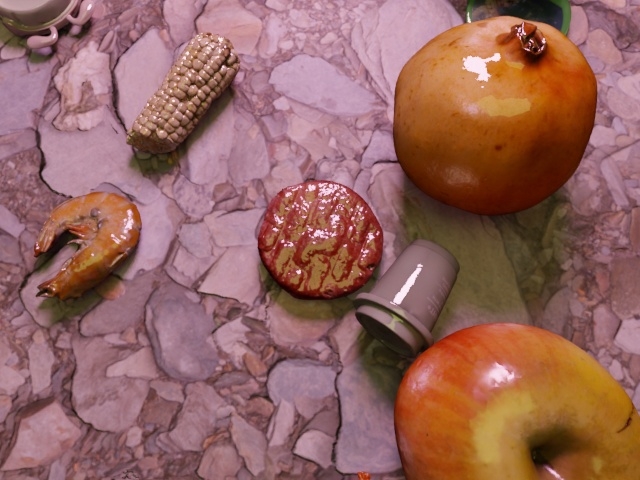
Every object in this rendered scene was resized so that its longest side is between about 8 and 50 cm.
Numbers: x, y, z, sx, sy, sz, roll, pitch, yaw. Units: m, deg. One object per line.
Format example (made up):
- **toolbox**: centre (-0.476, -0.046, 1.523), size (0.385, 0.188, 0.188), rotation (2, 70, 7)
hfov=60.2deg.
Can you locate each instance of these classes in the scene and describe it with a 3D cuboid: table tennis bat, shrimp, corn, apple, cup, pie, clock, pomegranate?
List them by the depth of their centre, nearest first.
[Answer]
- **apple**: centre (0.226, 0.234, 0.653), size (0.285, 0.233, 0.286), rotation (1, 81, -4)
- **pomegranate**: centre (0.221, -0.166, 0.723), size (0.263, 0.264, 0.265), rotation (0, 79, 0)
- **cup**: centre (0.123, 0.073, 0.748), size (0.120, 0.120, 0.141), rotation (35, 73, 7)
- **pie**: centre (0.000, 0.000, 0.793), size (0.182, 0.049, 0.183), rotation (0, 80, -2)
- **shrimp**: centre (-0.344, 0.008, 0.798), size (0.132, 0.052, 0.187), rotation (35, 73, 19)
- **corn**: centre (-0.199, -0.213, 0.819), size (0.087, 0.087, 0.211), rotation (31, 82, 6)
- **clock**: centre (-0.451, -0.398, 0.868), size (0.151, 0.062, 0.191), rotation (-38, 82, -7)
- **table tennis bat**: centre (0.341, -0.389, 0.879), size (0.160, 0.039, 0.257), rotation (39, 83, 8)

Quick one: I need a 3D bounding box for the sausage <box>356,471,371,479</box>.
- **sausage**: centre (0.031, 0.414, 0.698), size (0.071, 0.071, 0.235), rotation (11, 79, 2)
